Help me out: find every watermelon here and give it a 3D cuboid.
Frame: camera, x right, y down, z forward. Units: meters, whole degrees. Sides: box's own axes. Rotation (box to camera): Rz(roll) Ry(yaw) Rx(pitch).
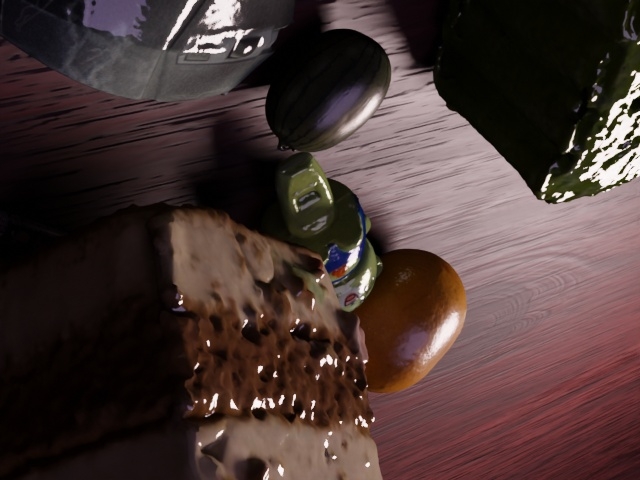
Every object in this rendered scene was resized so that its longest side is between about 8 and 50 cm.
[{"bbox_3d":[0.004,-0.112,0.816,0.111,0.078,0.078,-41,149,2],"label":"watermelon"}]

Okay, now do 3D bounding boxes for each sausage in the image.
[{"bbox_3d":[-0.211,-0.002,0.782,0.028,0.025,0.198,-48,147,11],"label":"sausage"}]

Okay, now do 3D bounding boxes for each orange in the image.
[{"bbox_3d":[0.074,0.079,1.089,0.156,0.124,0.156,-50,167,-16],"label":"orange"}]

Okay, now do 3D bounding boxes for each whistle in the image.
[{"bbox_3d":[0.000,0.000,0.946,0.105,0.085,0.227,-30,147,-9],"label":"whistle"}]

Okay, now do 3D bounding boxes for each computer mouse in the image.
[{"bbox_3d":[-0.096,-0.138,0.681,0.231,0.071,0.126,1,131,-48],"label":"computer mouse"}]

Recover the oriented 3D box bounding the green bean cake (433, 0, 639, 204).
[{"bbox_3d":[0.282,-0.198,0.863,0.319,0.218,0.335,-23,144,-24],"label":"green bean cake"}]

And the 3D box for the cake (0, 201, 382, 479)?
[{"bbox_3d":[-0.122,0.152,0.786,0.282,0.290,0.256,-23,157,24],"label":"cake"}]
